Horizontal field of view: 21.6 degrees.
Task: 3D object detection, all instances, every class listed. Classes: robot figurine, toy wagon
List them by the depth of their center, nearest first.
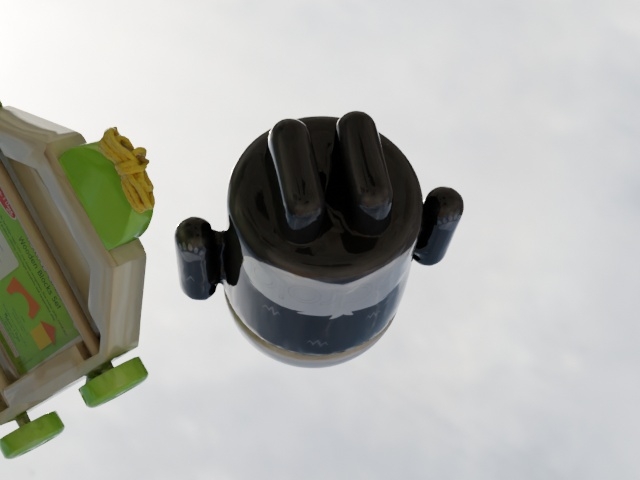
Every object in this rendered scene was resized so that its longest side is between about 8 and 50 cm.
[{"bbox_3d":[-0.229,0.011,1.329,0.068,0.344,0.267,-25,-96,-52],"label":"toy wagon"},{"bbox_3d":[-0.002,-0.002,1.478,0.209,0.278,0.173,26,-119,10],"label":"robot figurine"}]
